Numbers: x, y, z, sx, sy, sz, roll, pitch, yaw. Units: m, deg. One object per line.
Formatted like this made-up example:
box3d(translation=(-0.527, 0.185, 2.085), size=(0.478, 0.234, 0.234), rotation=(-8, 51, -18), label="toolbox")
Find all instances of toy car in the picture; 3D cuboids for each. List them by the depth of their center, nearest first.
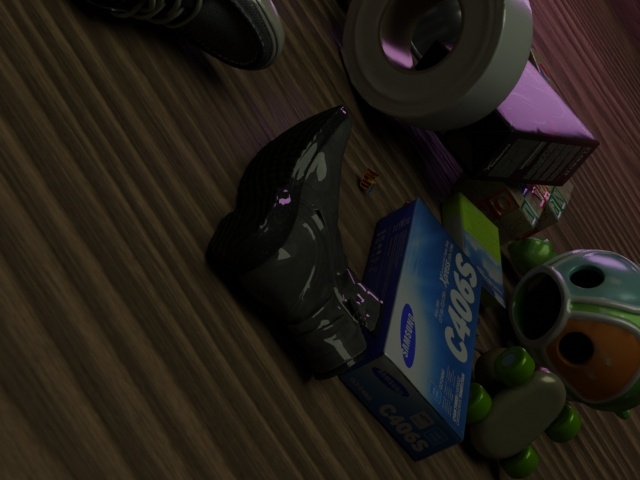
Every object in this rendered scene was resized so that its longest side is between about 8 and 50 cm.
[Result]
box3d(translation=(0.244, 0.207, 1.669), size=(0.155, 0.149, 0.188), rotation=(49, 1, -27), label="toy car")
box3d(translation=(0.099, -0.053, 1.744), size=(0.122, 0.060, 0.040), rotation=(35, 79, -12), label="toy car")

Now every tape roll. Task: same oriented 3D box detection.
box3d(translation=(0.174, -0.313, 1.825), size=(0.100, 0.286, 0.286), rotation=(12, 54, -54), label="tape roll")

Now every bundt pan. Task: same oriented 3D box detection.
box3d(translation=(0.271, -0.400, 2.237), size=(0.331, 0.124, 0.331), rotation=(39, 34, -33), label="bundt pan")

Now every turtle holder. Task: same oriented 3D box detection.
box3d(translation=(0.420, 0.106, 1.893), size=(0.227, 0.243, 0.320), rotation=(20, 55, -27), label="turtle holder")

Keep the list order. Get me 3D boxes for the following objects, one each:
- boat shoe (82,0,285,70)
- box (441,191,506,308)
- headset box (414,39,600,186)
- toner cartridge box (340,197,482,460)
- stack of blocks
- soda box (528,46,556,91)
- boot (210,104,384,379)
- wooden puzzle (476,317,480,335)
box3d(translation=(-0.192, -0.289, 1.398), size=(0.340, 0.127, 0.158), rotation=(39, 40, -20), label="boat shoe")
box3d(translation=(0.240, 0.022, 1.877), size=(0.109, 0.042, 0.178), rotation=(40, 34, -32), label="box")
box3d(translation=(0.304, -0.203, 1.964), size=(0.293, 0.110, 0.218), rotation=(2, 46, -46), label="headset box")
box3d(translation=(0.129, 0.107, 1.583), size=(0.165, 0.075, 0.348), rotation=(48, 31, -21), label="toner cartridge box")
box3d(translation=(0.342, -0.092, 2.100), size=(0.171, 0.087, 0.297), rotation=(55, 29, -8), label="stack of blocks")
box3d(translation=(0.459, -0.317, 2.534), size=(0.061, 0.058, 0.181), rotation=(19, 48, -51), label="soda box")
box3d(translation=(0.000, 0.000, 1.457), size=(0.222, 0.118, 0.338), rotation=(52, 40, -21), label="boot")
box3d(translation=(0.218, 0.117, 1.791), size=(0.083, 0.006, 0.049), rotation=(19, 49, -51), label="wooden puzzle")
